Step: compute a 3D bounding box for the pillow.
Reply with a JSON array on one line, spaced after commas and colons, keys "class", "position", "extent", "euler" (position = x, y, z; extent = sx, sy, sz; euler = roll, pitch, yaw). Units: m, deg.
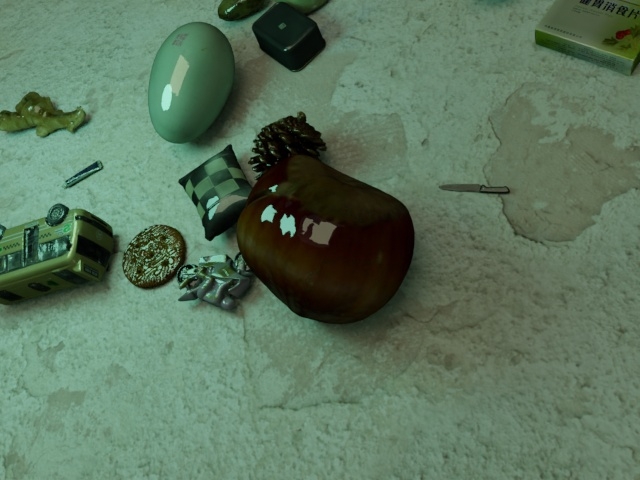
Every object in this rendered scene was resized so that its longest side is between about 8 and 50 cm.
[{"class": "pillow", "position": [-0.266, -0.131, 1.695], "extent": [0.185, 0.106, 0.250], "euler": [-32, 55, 1]}]

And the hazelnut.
[{"class": "hazelnut", "position": [0.000, 0.000, 1.412], "extent": [0.409, 0.359, 0.359], "euler": [24, 74, 35]}]

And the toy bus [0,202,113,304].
[{"class": "toy bus", "position": [-0.756, 0.046, 1.736], "extent": [0.365, 0.177, 0.202], "euler": [-16, 64, 14]}]

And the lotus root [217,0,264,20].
[{"class": "lotus root", "position": [-0.244, -0.752, 2.010], "extent": [0.179, 0.080, 0.089], "euler": [-26, 73, 10]}]

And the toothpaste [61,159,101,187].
[{"class": "toothpaste", "position": [-0.726, -0.198, 1.931], "extent": [0.139, 0.021, 0.037], "euler": [-32, 58, -1]}]

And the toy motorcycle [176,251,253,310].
[{"class": "toy motorcycle", "position": [-0.256, 0.109, 1.593], "extent": [0.224, 0.073, 0.153], "euler": [-14, 64, 11]}]

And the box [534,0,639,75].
[{"class": "box", "position": [0.700, -0.537, 1.599], "extent": [0.260, 0.062, 0.175], "euler": [31, 78, 29]}]

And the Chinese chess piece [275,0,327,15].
[{"class": "Chinese chess piece", "position": [-0.057, -0.785, 1.967], "extent": [0.188, 0.083, 0.189], "euler": [-9, 59, 15]}]

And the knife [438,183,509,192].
[{"class": "knife", "position": [0.370, -0.126, 1.535], "extent": [0.170, 0.010, 0.023], "euler": [4, 67, 22]}]

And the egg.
[{"class": "egg", "position": [-0.371, -0.450, 1.817], "extent": [0.229, 0.230, 0.371], "euler": [7, 72, 22]}]

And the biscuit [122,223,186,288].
[{"class": "biscuit", "position": [-0.451, 0.040, 1.717], "extent": [0.187, 0.027, 0.188], "euler": [-8, 62, 15]}]

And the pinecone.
[{"class": "pinecone", "position": [-0.094, -0.228, 1.647], "extent": [0.212, 0.185, 0.169], "euler": [-36, 81, 20]}]

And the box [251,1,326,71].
[{"class": "box", "position": [-0.097, -0.610, 1.885], "extent": [0.144, 0.090, 0.201], "euler": [-43, 59, -6]}]

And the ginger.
[{"class": "ginger", "position": [-0.899, -0.404, 2.057], "extent": [0.333, 0.081, 0.148], "euler": [11, 68, 16]}]
